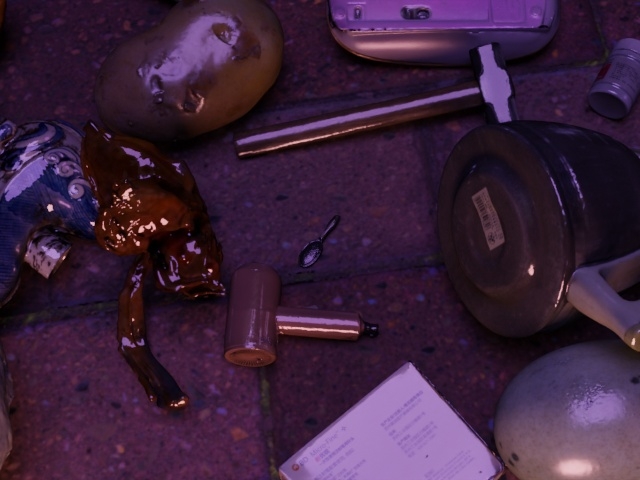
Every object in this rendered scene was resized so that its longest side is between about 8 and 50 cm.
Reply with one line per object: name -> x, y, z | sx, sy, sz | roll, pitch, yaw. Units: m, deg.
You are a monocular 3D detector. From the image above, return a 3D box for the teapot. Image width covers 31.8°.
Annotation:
teapot -> 0.303, -0.023, 1.242 | 0.239, 0.322, 0.239 | -10, 97, -25

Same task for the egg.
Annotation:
egg -> 0.302, 0.191, 1.199 | 0.237, 0.169, 0.169 | -6, 64, -2

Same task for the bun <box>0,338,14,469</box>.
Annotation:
bun -> -0.498, 0.213, 1.224 | 0.355, 0.194, 0.354 | -1, 65, 2

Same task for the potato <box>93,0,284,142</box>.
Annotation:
potato -> -0.162, -0.215, 1.435 | 0.262, 0.165, 0.165 | -36, 68, -6

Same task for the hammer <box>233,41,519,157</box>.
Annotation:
hammer -> 0.067, -0.163, 1.444 | 0.366, 0.043, 0.111 | -12, 86, 2

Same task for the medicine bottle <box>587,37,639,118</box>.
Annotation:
medicine bottle -> 0.387, -0.208, 1.444 | 0.058, 0.058, 0.091 | 26, 69, 15

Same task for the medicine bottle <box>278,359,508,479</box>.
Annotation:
medicine bottle -> 0.078, 0.254, 1.247 | 0.201, 0.052, 0.171 | -39, 68, -13

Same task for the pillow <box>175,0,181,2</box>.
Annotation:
pillow -> -0.179, -0.459, 1.585 | 0.274, 0.076, 0.280 | 26, 74, 17

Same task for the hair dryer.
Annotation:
hair dryer -> -0.020, 0.093, 1.332 | 0.182, 0.064, 0.117 | 6, 63, -3

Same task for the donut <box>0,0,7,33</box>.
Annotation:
donut -> -0.542, -0.309, 1.464 | 0.253, 0.253, 0.118 | -42, 28, -15

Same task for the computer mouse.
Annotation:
computer mouse -> 0.162, -0.313, 1.500 | 0.310, 0.072, 0.158 | 0, 67, 1

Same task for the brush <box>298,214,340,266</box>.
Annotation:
brush -> 0.000, 0.000, 1.397 | 0.024, 0.008, 0.083 | 31, 70, 20

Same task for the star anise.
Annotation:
star anise -> -0.191, 0.021, 1.303 | 0.148, 0.237, 0.346 | -10, 87, 11

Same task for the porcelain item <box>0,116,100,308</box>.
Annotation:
porcelain item -> -0.366, -0.014, 1.371 | 0.186, 0.138, 0.288 | 35, 66, 0
